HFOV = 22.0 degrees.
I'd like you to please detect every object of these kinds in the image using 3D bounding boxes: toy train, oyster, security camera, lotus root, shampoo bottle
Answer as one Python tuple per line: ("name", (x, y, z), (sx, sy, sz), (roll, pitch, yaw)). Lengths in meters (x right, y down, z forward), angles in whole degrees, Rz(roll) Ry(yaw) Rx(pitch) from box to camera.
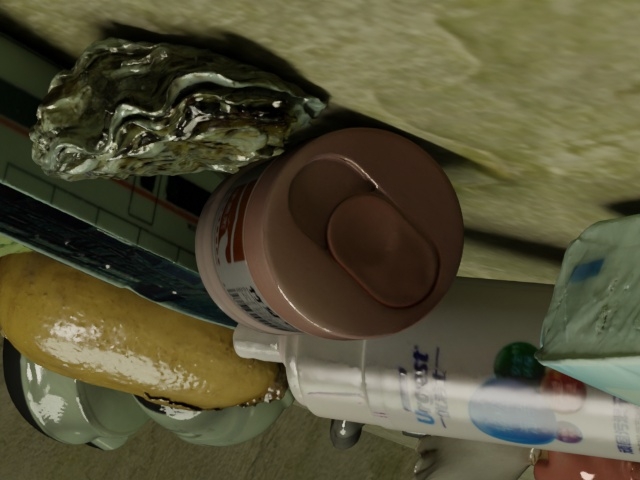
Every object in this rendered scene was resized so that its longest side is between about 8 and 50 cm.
("toy train", (-0.137, -0.039, 0.893), (0.086, 0.088, 0.407), (-2, 161, 34))
("oyster", (-0.075, -0.059, 0.765), (0.125, 0.064, 0.177), (7, 171, -43))
("security camera", (-0.154, 0.117, 1.615), (0.277, 0.197, 0.191), (7, 157, 29))
("lotus root", (-0.165, 0.058, 1.404), (0.303, 0.130, 0.146), (18, -167, -2))
("shampoo bottle", (0.091, 0.065, 0.897), (0.303, 0.092, 0.092), (5, 166, 25))

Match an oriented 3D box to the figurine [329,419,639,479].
("figurine", (0.202, 0.154, 1.227), (0.387, 0.166, 0.207), (15, 128, 2))

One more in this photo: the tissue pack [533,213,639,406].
("tissue pack", (0.248, 0.063, 0.714), (0.263, 0.089, 0.177), (24, 167, -17))

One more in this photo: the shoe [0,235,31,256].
("shoe", (-0.267, -0.047, 1.005), (0.262, 0.140, 0.128), (7, -164, 32))

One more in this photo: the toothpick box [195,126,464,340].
("toothpick box", (0.000, 0.000, 0.813), (0.098, 0.098, 0.149), (21, 172, -14))
